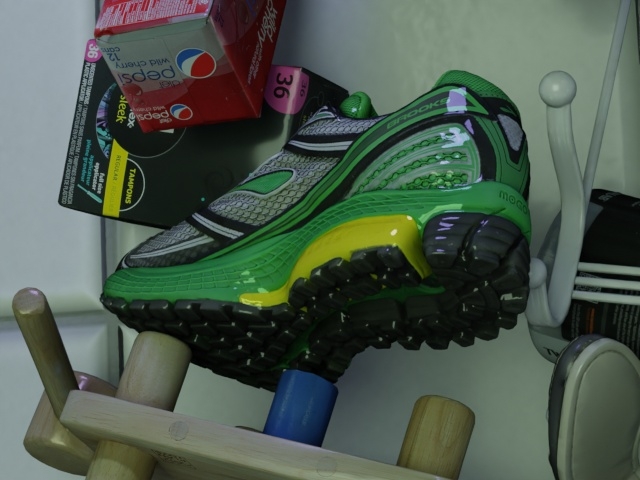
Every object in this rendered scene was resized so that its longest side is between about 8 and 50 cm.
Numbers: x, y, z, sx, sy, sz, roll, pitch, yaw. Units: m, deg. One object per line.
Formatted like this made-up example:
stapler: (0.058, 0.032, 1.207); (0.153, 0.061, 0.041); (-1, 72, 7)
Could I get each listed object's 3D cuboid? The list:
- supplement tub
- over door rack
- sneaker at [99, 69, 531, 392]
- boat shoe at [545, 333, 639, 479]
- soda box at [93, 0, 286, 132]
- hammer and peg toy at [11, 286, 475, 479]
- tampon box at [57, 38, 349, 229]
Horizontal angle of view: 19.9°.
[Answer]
supplement tub: (0.232, 0.044, 1.107); (0.190, 0.117, 0.117); (18, 91, 33)
over door rack: (0.260, -0.090, 1.051); (0.239, 0.108, 0.324); (5, 56, 25)
sneaker: (0.000, 0.000, 1.102); (0.343, 0.134, 0.146); (-16, 51, 43)
boat shoe: (0.156, 0.119, 1.110); (0.075, 0.206, 0.065); (-39, 53, -18)
soda box: (-0.070, -0.196, 1.205); (0.083, 0.092, 0.263); (-6, 47, 20)
hammer and peg toy: (-0.057, 0.157, 1.143); (0.361, 0.266, 0.127); (12, 70, 20)
tampon box: (-0.079, -0.063, 1.256); (0.161, 0.101, 0.120); (9, 89, 21)
